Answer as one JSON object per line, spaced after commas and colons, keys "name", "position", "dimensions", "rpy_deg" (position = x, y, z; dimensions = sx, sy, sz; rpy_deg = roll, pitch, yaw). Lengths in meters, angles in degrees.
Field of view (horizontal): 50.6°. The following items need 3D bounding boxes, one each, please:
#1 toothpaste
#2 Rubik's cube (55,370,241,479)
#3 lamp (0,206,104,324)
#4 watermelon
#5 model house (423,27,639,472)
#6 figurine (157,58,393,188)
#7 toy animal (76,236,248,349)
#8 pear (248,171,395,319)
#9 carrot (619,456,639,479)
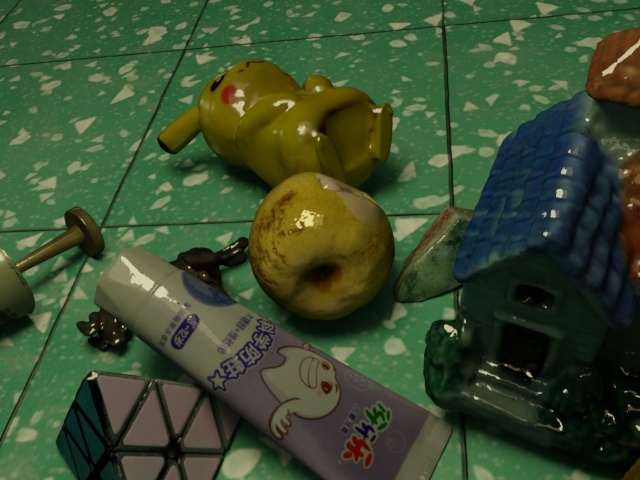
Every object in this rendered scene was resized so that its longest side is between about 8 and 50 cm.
{"name": "toothpaste", "position": [-0.053, 0.132, 0.671], "dimensions": [0.371, 0.080, 0.125], "rpy_deg": [33, 55, 7]}
{"name": "Rubik's cube", "position": [-0.162, 0.160, 0.645], "dimensions": [0.211, 0.178, 0.190], "rpy_deg": [31, 56, 34]}
{"name": "lamp", "position": [-0.385, 0.033, 0.862], "dimensions": [0.121, 0.121, 0.215], "rpy_deg": [27, 47, 33]}
{"name": "watermelon", "position": [0.156, 0.008, 0.818], "dimensions": [0.180, 0.081, 0.094], "rpy_deg": [-34, 22, -28]}
{"name": "model house", "position": [0.266, 0.010, 0.558], "dimensions": [0.295, 0.329, 0.251], "rpy_deg": [21, 54, 19]}
{"name": "figurine", "position": [-0.054, -0.158, 0.949], "dimensions": [0.327, 0.169, 0.218], "rpy_deg": [31, 43, 33]}
{"name": "toy animal", "position": [-0.178, 0.057, 0.811], "dimensions": [0.233, 0.084, 0.148], "rpy_deg": [-33, 36, -15]}
{"name": "pear", "position": [0.000, 0.000, 0.776], "dimensions": [0.178, 0.178, 0.178], "rpy_deg": [-6, 44, 6]}
{"name": "carrot", "position": [0.230, 0.212, 0.497], "dimensions": [0.070, 0.070, 0.260], "rpy_deg": [39, 96, 39]}
